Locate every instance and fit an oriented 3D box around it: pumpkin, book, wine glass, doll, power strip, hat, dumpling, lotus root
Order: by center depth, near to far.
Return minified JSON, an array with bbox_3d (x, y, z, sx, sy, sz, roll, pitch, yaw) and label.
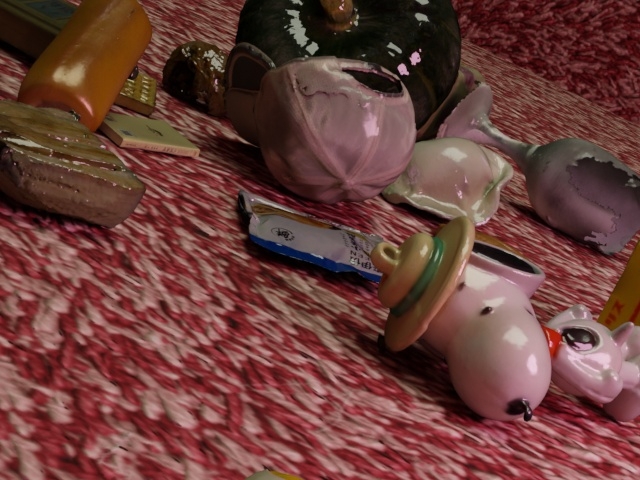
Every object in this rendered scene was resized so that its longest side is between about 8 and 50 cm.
[{"bbox_3d":[-0.251,-0.066,1.233,0.144,0.070,0.143,14,24,-43],"label":"lotus root"},{"bbox_3d":[0.179,0.082,1.271,0.271,0.144,0.208,0,48,-47],"label":"doll"},{"bbox_3d":[-0.199,-0.119,1.568,0.111,0.014,0.077,6,25,-44],"label":"book"},{"bbox_3d":[-0.012,-0.126,1.633,0.232,0.161,0.275,26,-11,-32],"label":"hat"},{"bbox_3d":[-0.362,-0.279,1.719,0.387,0.066,0.092,30,29,29],"label":"power strip"},{"bbox_3d":[0.174,-0.069,1.777,0.169,0.100,0.134,11,35,-32],"label":"dumpling"},{"bbox_3d":[0.037,-0.262,1.839,0.300,0.300,0.207,27,-21,14],"label":"pumpkin"},{"bbox_3d":[0.323,-0.104,2.016,0.321,0.143,0.143,31,18,27],"label":"wine glass"}]

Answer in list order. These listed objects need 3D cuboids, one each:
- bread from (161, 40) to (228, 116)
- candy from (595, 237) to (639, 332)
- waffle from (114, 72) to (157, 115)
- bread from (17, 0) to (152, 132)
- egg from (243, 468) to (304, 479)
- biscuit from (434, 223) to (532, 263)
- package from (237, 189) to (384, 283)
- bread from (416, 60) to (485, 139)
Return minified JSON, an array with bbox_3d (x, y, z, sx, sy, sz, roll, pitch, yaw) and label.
[{"bbox_3d":[-0.158,-0.217,1.821,0.113,0.082,0.060,29,19,30],"label":"bread"},{"bbox_3d":[0.404,0.123,1.396,0.088,0.146,0.276,10,19,-41],"label":"candy"},{"bbox_3d":[-0.246,-0.193,1.723,0.092,0.021,0.135,19,17,-14],"label":"waffle"},{"bbox_3d":[-0.252,-0.203,1.527,0.092,0.074,0.239,21,38,-3],"label":"bread"},{"bbox_3d":[-0.020,0.172,0.786,0.071,0.071,0.083,9,25,-41],"label":"egg"},{"bbox_3d":[0.192,0.010,1.676,0.118,0.023,0.140,29,18,17],"label":"biscuit"},{"bbox_3d":[0.000,0.000,1.438,0.171,0.027,0.173,19,13,-14],"label":"package"},{"bbox_3d":[0.113,-0.232,2.104,0.187,0.155,0.338,37,17,15],"label":"bread"}]
